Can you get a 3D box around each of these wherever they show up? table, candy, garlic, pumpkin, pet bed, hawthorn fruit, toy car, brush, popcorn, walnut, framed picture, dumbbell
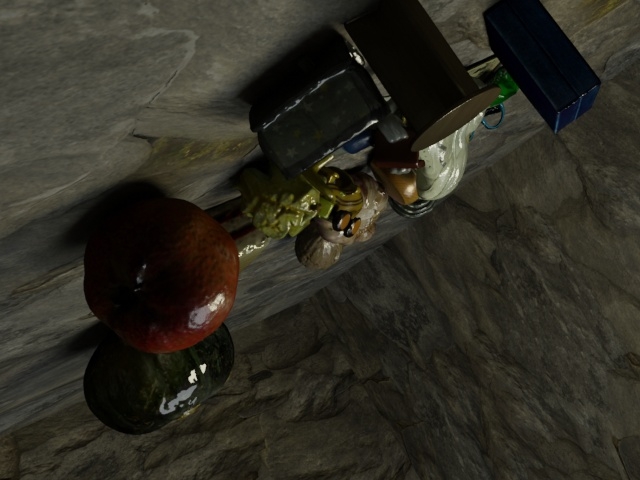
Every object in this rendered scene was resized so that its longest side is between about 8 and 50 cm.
[{"bbox_3d":[0.151,-0.280,1.126,0.167,0.226,0.167,-32,172,-5],"label":"table"},{"bbox_3d":[-0.271,0.041,1.716,0.179,0.135,0.321,-23,167,-39],"label":"candy"},{"bbox_3d":[0.078,-0.098,2.080,0.245,0.160,0.244,-20,132,-24],"label":"garlic"},{"bbox_3d":[-0.477,0.369,2.106,0.455,0.344,0.454,-30,177,-2],"label":"pumpkin"},{"bbox_3d":[-0.009,-0.221,1.183,0.211,0.159,0.183,-31,-174,18],"label":"pet bed"},{"bbox_3d":[-0.274,0.059,1.347,0.285,0.284,0.369,-34,175,10],"label":"hawthorn fruit"},{"bbox_3d":[0.014,-0.115,1.745,0.142,0.200,0.248,-62,159,2],"label":"toy car"},{"bbox_3d":[0.501,-0.424,1.977,0.203,0.078,0.141,-32,167,-28],"label":"candy"},{"bbox_3d":[0.247,-0.212,2.055,0.166,0.174,0.267,-40,-176,-4],"label":"brush"},{"bbox_3d":[-0.077,-0.098,1.527,0.187,0.167,0.185,-36,172,6],"label":"popcorn"},{"bbox_3d":[0.001,0.002,2.342,0.178,0.178,0.230,-29,166,-19],"label":"walnut"},{"bbox_3d":[0.399,-0.424,1.869,0.195,0.010,0.199,-28,170,-25],"label":"framed picture"},{"bbox_3d":[0.320,-0.187,2.328,0.179,0.179,0.406,-31,171,-6],"label":"dumbbell"}]

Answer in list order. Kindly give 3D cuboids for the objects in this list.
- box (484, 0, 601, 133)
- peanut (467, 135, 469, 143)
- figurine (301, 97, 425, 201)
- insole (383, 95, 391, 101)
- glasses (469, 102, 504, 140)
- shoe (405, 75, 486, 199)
[{"bbox_3d":[0.479,-0.384,1.556,0.116,0.261,0.279,-37,170,14],"label":"box"},{"bbox_3d":[0.363,-0.305,1.983,0.109,0.140,0.159,9,-179,16],"label":"peanut"},{"bbox_3d":[0.107,-0.237,1.355,0.338,0.283,0.204,-49,131,-9],"label":"figurine"},{"bbox_3d":[0.125,-0.306,1.600,0.197,0.004,0.065,-24,168,-43],"label":"insole"},{"bbox_3d":[0.444,-0.340,2.173,0.239,0.102,0.207,-29,170,-21],"label":"glasses"},{"bbox_3d":[0.270,-0.251,1.789,0.211,0.132,0.341,-7,130,-30],"label":"shoe"}]
